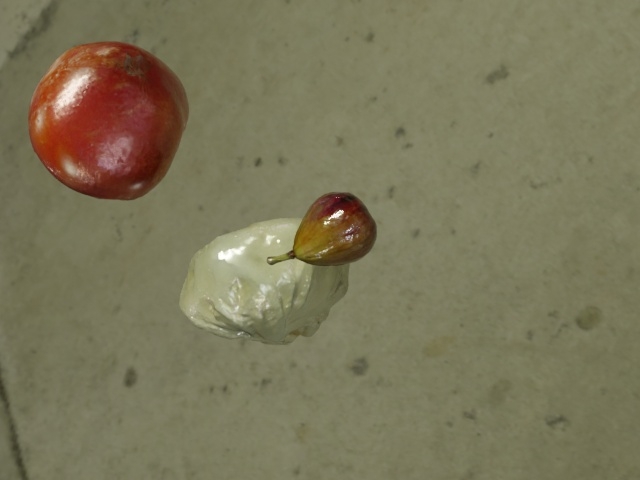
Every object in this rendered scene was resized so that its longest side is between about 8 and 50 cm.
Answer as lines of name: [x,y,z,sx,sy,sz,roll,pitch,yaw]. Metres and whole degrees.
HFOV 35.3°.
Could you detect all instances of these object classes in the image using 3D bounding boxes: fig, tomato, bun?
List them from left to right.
tomato: [-0.266,-0.179,1.316,0.139,0.200,0.233,-48,25,44]
bun: [-0.062,0.064,1.274,0.231,0.231,0.133,-32,70,29]
fig: [0.000,0.000,1.145,0.125,0.088,0.089,-34,43,-15]
